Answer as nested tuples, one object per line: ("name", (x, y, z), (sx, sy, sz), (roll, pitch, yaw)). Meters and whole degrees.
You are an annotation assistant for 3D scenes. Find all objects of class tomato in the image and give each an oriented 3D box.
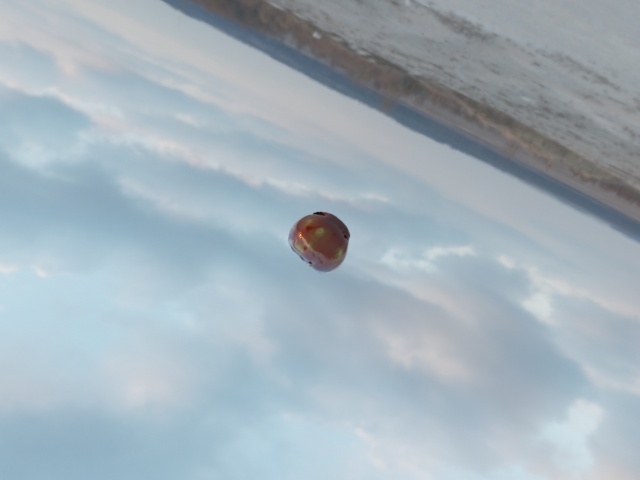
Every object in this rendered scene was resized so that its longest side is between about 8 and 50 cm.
("tomato", (0.000, 0.000, 0.790), (0.087, 0.075, 0.087), (41, 173, 6))
